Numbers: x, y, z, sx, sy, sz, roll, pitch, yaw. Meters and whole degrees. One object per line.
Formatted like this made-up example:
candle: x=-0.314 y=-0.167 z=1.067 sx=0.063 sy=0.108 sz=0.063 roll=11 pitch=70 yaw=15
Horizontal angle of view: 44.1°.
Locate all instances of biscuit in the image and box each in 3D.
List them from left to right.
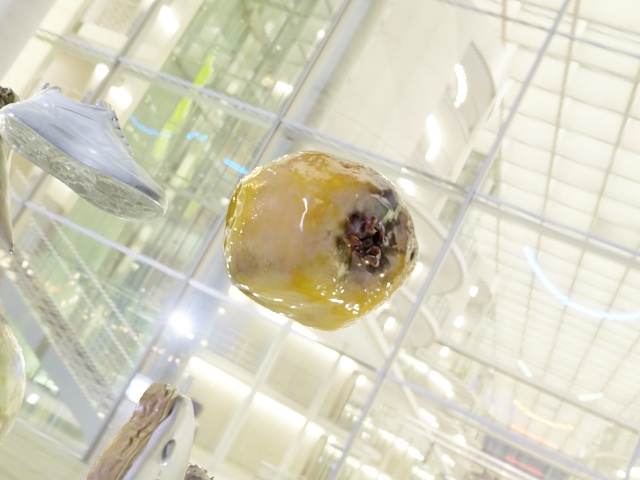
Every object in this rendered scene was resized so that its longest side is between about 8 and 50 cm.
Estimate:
biscuit: x=-0.158 y=0.228 z=0.660 sx=0.049 sy=0.180 sz=0.208 roll=16 pitch=27 yaw=6

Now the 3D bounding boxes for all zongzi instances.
zongzi: x=-0.635 y=-0.151 z=1.567 sx=0.300 sy=0.273 sz=0.145 roll=33 pitch=-13 yaw=13

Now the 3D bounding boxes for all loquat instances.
loquat: x=0.000 y=0.000 z=0.795 sx=0.187 sy=0.175 sz=0.234 roll=14 pitch=-15 yaw=-24

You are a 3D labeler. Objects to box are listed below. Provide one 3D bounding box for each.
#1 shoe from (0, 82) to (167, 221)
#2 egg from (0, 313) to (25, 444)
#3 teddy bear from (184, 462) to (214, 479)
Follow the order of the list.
shoe: x=-0.385 y=-0.167 z=1.367 sx=0.316 sy=0.159 sz=0.124 roll=32 pitch=-36 yaw=-11
egg: x=-0.457 y=0.150 z=0.854 sx=0.238 sy=0.238 sz=0.289 roll=24 pitch=-17 yaw=18
teddy bear: x=-0.123 y=0.353 z=0.803 sx=0.251 sy=0.182 sz=0.129 roll=50 pitch=-44 yaw=33
